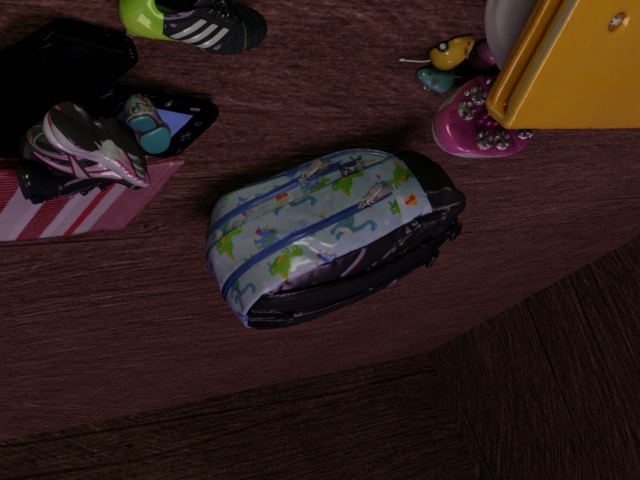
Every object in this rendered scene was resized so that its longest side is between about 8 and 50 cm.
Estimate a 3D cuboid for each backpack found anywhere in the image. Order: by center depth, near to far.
[{"bbox_3d":[0.000,0.000,1.748,0.355,0.273,0.290,-38,173,-20],"label":"backpack"}]

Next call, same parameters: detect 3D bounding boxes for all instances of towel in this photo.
[{"bbox_3d":[-0.364,-0.054,1.452,0.329,0.037,0.237,-7,162,-34],"label":"towel"}]

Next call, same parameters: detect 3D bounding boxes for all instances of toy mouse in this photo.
[{"bbox_3d":[0.190,-0.233,1.544,0.161,0.031,0.143,-21,164,1],"label":"toy mouse"}]

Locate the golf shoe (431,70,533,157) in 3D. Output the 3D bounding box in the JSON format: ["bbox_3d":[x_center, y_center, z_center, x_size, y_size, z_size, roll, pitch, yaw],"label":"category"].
[{"bbox_3d":[0.230,-0.172,1.572,0.140,0.115,0.306,-19,-174,44],"label":"golf shoe"}]

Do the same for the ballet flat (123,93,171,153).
[{"bbox_3d":[-0.189,-0.131,1.249,0.041,0.041,0.114,-20,165,-1],"label":"ballet flat"}]

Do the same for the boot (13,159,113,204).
[{"bbox_3d":[-0.290,-0.075,1.304,0.099,0.045,0.121,-15,172,-5],"label":"boot"}]

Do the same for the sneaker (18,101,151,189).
[{"bbox_3d":[-0.258,-0.097,1.244,0.077,0.072,0.178,-21,153,21],"label":"sneaker"}]

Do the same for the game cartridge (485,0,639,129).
[{"bbox_3d":[0.362,-0.249,1.260,0.323,0.053,0.285,-5,134,-39],"label":"game cartridge"}]

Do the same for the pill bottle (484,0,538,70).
[{"bbox_3d":[0.347,-0.273,1.387,0.272,0.152,0.152,-10,161,-31],"label":"pill bottle"}]

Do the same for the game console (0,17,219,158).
[{"bbox_3d":[-0.242,-0.150,1.266,0.213,0.044,0.361,-30,162,30],"label":"game console"}]

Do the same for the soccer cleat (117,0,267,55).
[{"bbox_3d":[-0.116,-0.227,1.140,0.179,0.060,0.072,-2,155,-42],"label":"soccer cleat"}]
